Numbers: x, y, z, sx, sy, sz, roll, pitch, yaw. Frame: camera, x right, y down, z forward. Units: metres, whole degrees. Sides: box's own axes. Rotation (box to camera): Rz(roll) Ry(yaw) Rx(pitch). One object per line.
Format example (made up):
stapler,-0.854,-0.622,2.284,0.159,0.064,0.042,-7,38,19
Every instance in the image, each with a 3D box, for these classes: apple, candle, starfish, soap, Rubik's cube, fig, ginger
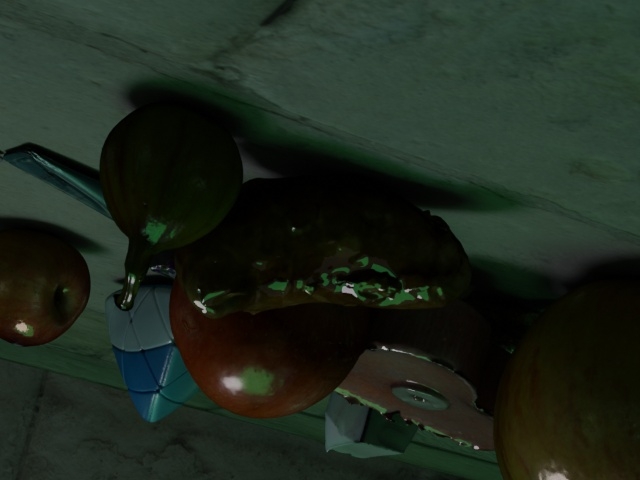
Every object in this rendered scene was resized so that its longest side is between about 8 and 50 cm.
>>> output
apple,-0.070,0.095,1.610,0.251,0.272,0.206,28,118,-31
apple,0.403,0.211,1.590,0.400,0.333,0.400,-3,154,-2
candle,0.135,0.170,1.789,0.287,0.131,0.317,-4,145,38
starfish,0.266,0.134,1.865,0.299,0.060,0.302,22,156,-22
soap,0.098,0.234,2.045,0.091,0.230,0.145,-3,159,45
apple,-0.455,0.065,1.988,0.199,0.199,0.199,11,165,3
Rubik's cube,-0.211,0.149,2.170,0.254,0.254,0.254,11,165,3
fig,-0.168,-0.049,1.316,0.148,0.186,0.142,-16,129,45
ginger,0.000,0.000,1.425,0.321,0.172,0.165,-3,142,-5

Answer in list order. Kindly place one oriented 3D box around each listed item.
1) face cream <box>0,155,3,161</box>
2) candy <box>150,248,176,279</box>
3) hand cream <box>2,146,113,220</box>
face cream,-0.547,-0.099,1.639,0.274,0.096,0.154,-15,149,33
candy,-0.088,0.041,1.815,0.312,0.061,0.088,6,167,21
hand cream,-0.290,-0.063,1.642,0.224,0.048,0.083,28,162,-32
